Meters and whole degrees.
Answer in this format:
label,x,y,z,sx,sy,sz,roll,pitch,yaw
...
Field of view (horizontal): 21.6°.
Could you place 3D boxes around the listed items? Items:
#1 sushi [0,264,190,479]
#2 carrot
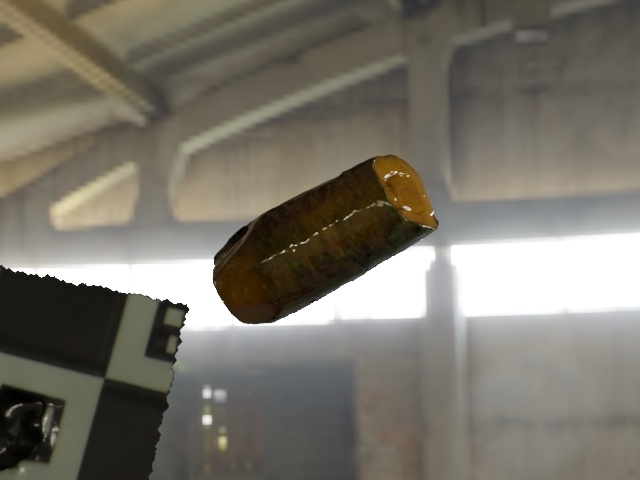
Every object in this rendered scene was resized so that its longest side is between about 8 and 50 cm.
label,x,y,z,sx,sy,sz,roll,pitch,yaw
sushi,-0.272,0.198,1.131,0.296,0.373,0.100,12,-10,-5
carrot,0.000,0.000,1.268,0.173,0.082,0.082,-32,-17,8
